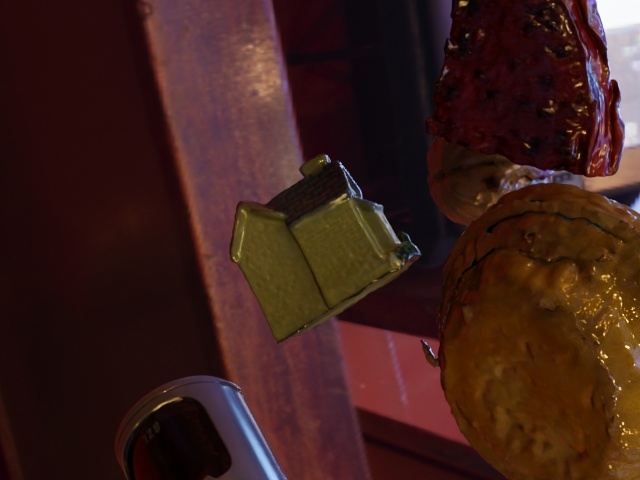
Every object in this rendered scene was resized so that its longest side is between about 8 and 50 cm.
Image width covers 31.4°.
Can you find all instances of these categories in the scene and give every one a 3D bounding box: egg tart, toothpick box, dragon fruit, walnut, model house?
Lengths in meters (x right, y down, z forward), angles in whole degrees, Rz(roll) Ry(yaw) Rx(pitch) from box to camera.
[{"bbox_3d":[0.253,0.136,1.205,0.169,0.388,0.388,-25,109,-38],"label":"egg tart"},{"bbox_3d":[-0.139,0.369,1.611,0.229,0.316,0.229,-18,133,-19],"label":"toothpick box"},{"bbox_3d":[0.295,-0.248,1.397,0.329,0.228,0.286,-22,122,-64],"label":"dragon fruit"},{"bbox_3d":[0.234,-0.092,1.546,0.184,0.155,0.155,-2,96,-26],"label":"walnut"},{"bbox_3d":[0.000,0.000,1.485,0.214,0.195,0.189,-33,86,12],"label":"model house"}]
